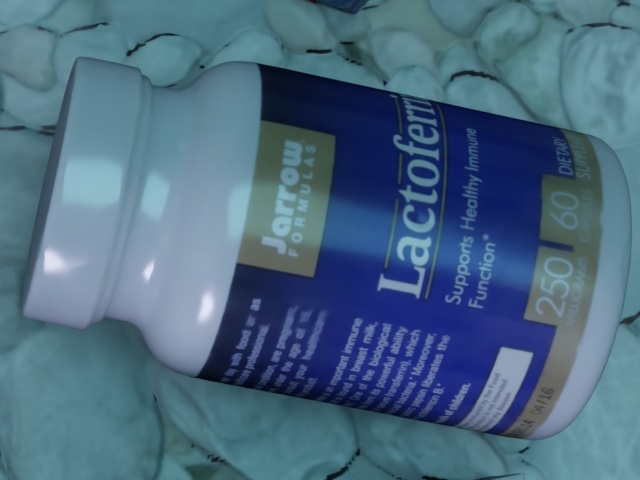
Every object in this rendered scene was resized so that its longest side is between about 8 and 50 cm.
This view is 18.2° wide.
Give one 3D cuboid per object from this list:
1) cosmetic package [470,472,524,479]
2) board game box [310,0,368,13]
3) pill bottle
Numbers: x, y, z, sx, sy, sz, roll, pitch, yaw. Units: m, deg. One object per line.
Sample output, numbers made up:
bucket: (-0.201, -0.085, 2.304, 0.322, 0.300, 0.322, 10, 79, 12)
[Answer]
cosmetic package: (-0.011, 0.181, 0.961, 0.239, 0.060, 0.099, -10, 82, -15)
board game box: (-0.051, -0.201, 1.019, 0.194, 0.060, 0.194, -18, 84, -15)
pill bottle: (0.000, 0.000, 0.947, 0.264, 0.153, 0.153, 11, 78, -11)
